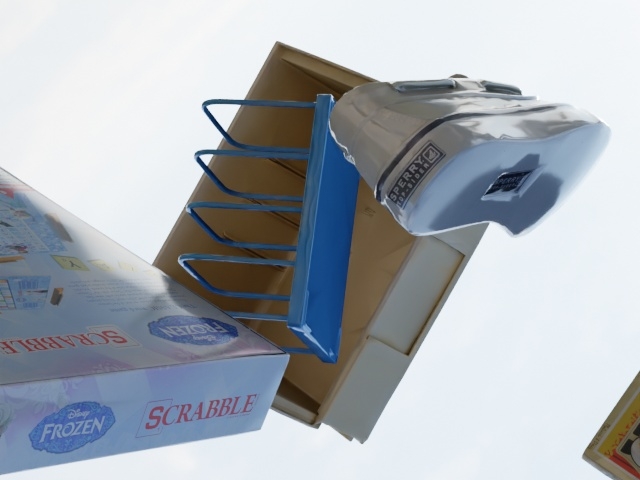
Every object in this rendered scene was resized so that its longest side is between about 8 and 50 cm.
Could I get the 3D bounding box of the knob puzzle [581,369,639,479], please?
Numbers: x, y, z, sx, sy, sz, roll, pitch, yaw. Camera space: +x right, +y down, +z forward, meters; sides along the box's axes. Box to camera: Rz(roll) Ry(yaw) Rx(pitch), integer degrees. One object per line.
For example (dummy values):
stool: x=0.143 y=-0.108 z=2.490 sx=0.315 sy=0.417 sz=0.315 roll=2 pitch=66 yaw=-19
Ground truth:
knob puzzle: x=0.336 y=0.165 z=1.507 sx=0.030 sy=0.213 sz=0.213 roll=103 pitch=11 yaw=-50

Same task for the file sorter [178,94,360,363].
file sorter: x=-0.038 y=-0.009 z=1.353 sx=0.105 sy=0.118 sz=0.170 roll=4 pitch=-105 yaw=13

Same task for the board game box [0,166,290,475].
board game box: x=-0.237 y=0.038 z=1.195 sx=0.318 sy=0.319 sz=0.065 roll=31 pitch=-71 yaw=33

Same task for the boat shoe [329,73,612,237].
boat shoe: x=0.091 y=-0.057 z=1.122 sx=0.267 sy=0.088 sz=0.096 roll=-11 pitch=140 yaw=-58

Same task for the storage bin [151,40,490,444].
storage bin: x=0.000 y=0.000 z=1.515 sx=0.262 sy=0.123 sz=0.260 roll=-60 pitch=-149 yaw=0
